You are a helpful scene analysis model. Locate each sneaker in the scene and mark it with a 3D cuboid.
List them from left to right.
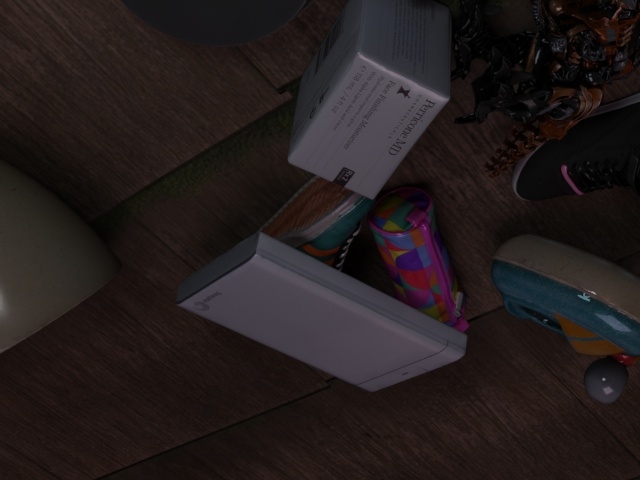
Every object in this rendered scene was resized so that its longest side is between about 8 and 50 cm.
[{"bbox_3d":[0.000,0.000,1.493,0.121,0.108,0.302,30,139,-23],"label":"sneaker"},{"bbox_3d":[0.371,-0.091,1.324,0.295,0.147,0.104,-24,129,29],"label":"sneaker"}]

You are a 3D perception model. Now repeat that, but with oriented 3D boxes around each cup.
[{"bbox_3d":[-0.473,0.018,1.444,0.331,0.331,0.237,-23,103,26],"label":"cup"}]

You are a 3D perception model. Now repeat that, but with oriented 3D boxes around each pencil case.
[{"bbox_3d":[0.143,0.034,1.509,0.104,0.104,0.236,-12,133,17],"label":"pencil case"}]

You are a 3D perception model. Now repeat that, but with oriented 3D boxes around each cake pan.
[{"bbox_3d":[-0.127,-0.339,1.198,0.293,0.054,0.293,4,135,4],"label":"cake pan"}]

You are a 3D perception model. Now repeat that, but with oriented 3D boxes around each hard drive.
[{"bbox_3d":[0.000,0.113,1.514,0.353,0.047,0.233,27,147,-24],"label":"hard drive"}]

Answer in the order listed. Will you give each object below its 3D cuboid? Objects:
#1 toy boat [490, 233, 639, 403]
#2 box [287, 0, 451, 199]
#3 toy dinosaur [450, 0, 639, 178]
[{"bbox_3d":[0.381,0.122,1.491,0.267,0.148,0.318,24,170,42],"label":"toy boat"},{"bbox_3d":[0.059,-0.182,1.242,0.119,0.182,0.181,23,133,-15],"label":"box"},{"bbox_3d":[0.271,-0.193,1.243,0.218,0.164,0.322,4,116,-21],"label":"toy dinosaur"}]
